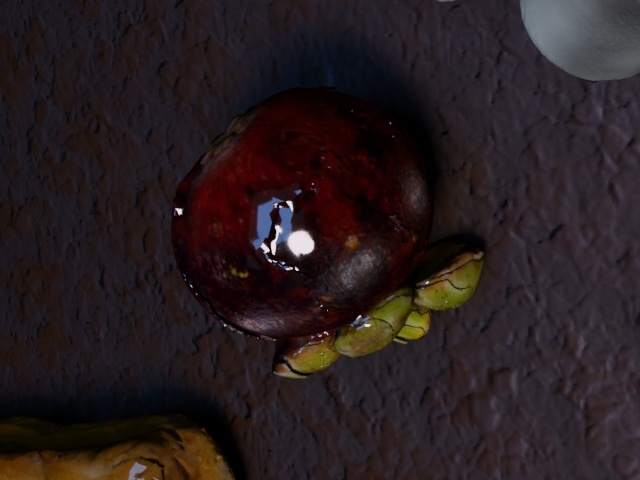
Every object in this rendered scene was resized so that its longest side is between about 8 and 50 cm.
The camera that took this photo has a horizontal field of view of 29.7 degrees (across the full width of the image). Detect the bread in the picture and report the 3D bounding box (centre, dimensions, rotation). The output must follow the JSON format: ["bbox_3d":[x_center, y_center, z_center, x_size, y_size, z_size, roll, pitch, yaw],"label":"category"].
[{"bbox_3d":[-0.211,0.233,0.961,0.380,0.109,0.185,-7,99,40],"label":"bread"}]

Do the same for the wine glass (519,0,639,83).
[{"bbox_3d":[0.157,-0.148,0.529,0.103,0.103,0.231,64,171,10],"label":"wine glass"}]

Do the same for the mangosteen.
[{"bbox_3d":[0.000,0.000,0.728,0.166,0.166,0.180,-34,102,37],"label":"mangosteen"}]
